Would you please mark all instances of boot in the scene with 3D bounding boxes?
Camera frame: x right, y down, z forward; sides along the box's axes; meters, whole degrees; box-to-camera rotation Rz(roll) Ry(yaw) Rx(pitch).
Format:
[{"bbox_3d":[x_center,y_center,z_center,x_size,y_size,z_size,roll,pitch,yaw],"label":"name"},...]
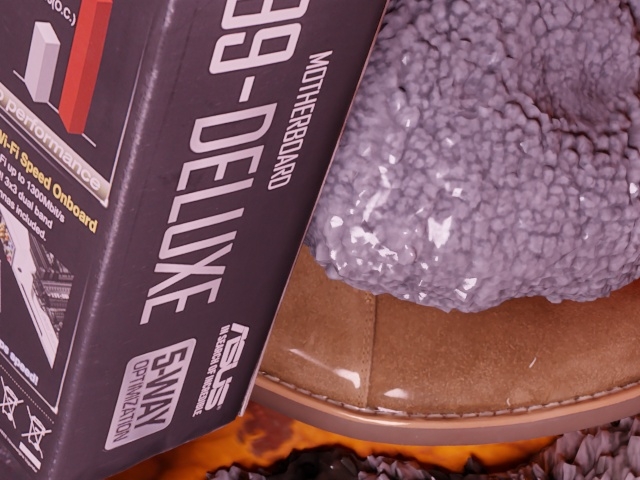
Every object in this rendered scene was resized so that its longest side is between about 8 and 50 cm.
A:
[{"bbox_3d":[0.000,0.000,0.581,0.305,0.112,0.115,10,116,4],"label":"boot"}]

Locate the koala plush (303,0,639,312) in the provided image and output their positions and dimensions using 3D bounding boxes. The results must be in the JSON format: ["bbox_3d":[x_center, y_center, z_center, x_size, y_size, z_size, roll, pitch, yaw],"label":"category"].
[{"bbox_3d":[0.055,-0.111,0.449,0.196,0.203,0.221,15,115,-3],"label":"koala plush"}]

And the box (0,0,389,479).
[{"bbox_3d":[-0.113,-0.120,0.413,0.307,0.076,0.242,42,131,29],"label":"box"}]

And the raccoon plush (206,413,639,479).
[{"bbox_3d":[0.112,0.244,0.614,0.446,0.299,0.216,-14,123,18],"label":"raccoon plush"}]

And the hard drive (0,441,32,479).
[{"bbox_3d":[-0.186,0.044,0.531,0.339,0.064,0.237,42,166,-6],"label":"hard drive"}]
